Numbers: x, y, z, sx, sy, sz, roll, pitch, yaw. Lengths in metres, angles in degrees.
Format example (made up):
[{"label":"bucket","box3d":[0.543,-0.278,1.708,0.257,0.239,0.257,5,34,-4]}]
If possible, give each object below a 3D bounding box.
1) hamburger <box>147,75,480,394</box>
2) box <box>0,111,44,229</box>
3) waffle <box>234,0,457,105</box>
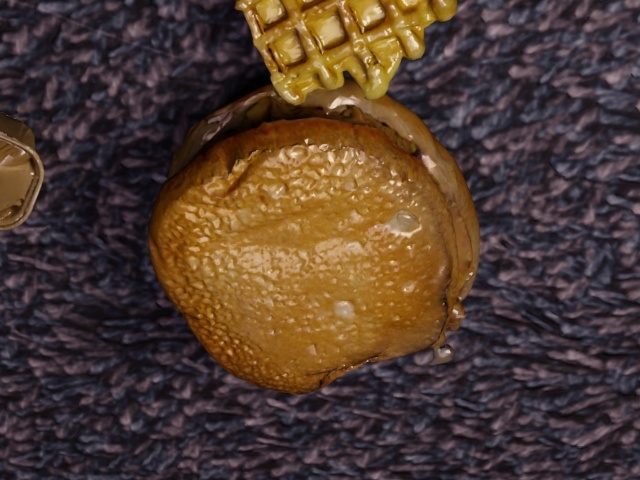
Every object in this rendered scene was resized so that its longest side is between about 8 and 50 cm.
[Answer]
[{"label":"hamburger","box3d":[0.000,0.000,1.840,0.290,0.170,0.314,-19,119,21]},{"label":"box","box3d":[-0.347,-0.080,1.869,0.177,0.111,0.111,22,122,-7]},{"label":"waffle","box3d":[-0.007,-0.273,1.701,0.283,0.065,0.309,18,103,-4]}]
